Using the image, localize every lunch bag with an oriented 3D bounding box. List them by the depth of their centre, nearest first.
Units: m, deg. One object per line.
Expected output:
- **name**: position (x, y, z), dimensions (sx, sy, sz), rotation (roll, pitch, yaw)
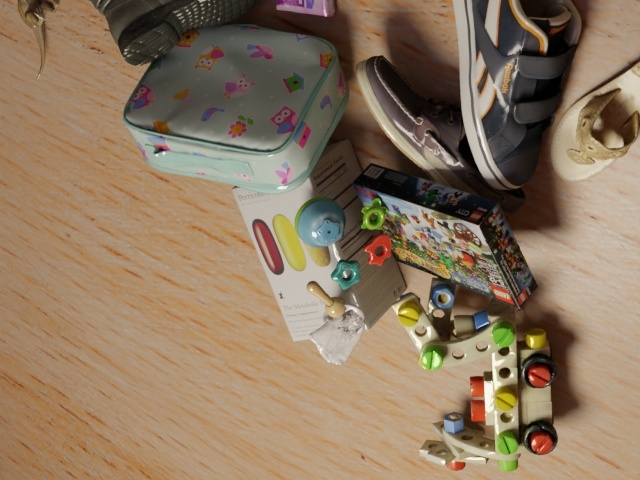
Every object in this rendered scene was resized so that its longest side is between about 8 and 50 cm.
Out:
- **lunch bag**: position (-0.118, -0.178, 1.651), dimensions (0.279, 0.224, 0.108), rotation (12, 153, 26)

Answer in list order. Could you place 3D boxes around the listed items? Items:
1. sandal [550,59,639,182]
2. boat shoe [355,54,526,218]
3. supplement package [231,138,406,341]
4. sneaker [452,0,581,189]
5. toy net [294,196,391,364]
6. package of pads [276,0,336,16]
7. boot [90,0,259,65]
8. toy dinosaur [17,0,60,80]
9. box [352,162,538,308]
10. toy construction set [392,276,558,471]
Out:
- **sandal**: position (0.351, -0.144, 1.480), dimensions (0.088, 0.079, 0.240), rotation (46, 129, 2)
- **boat shoe**: position (0.160, -0.136, 1.591), dimensions (0.092, 0.103, 0.285), rotation (-34, 101, 29)
- **supplement package**: position (0.000, 0.000, 1.735), dimensions (0.139, 0.134, 0.244), rotation (-12, 108, 34)
- **sneaker**: position (0.243, -0.212, 1.480), dimensions (0.127, 0.126, 0.321), rotation (3, 115, 36)
- **toy net**: position (0.032, 0.053, 1.639), dimensions (0.045, 0.122, 0.232), rotation (-134, 39, -61)
- **package of pads**: position (-0.019, -0.331, 1.636), dimensions (0.083, 0.032, 0.050), rotation (13, 118, 25)
- **boot**: position (-0.198, -0.358, 1.657), dimensions (0.161, 0.246, 0.083), rotation (59, 175, 24)
- **toy dinosaur**: position (-0.440, -0.348, 1.883), dimensions (0.092, 0.053, 0.183), rotation (-16, 98, 52)
- **box**: position (0.162, -0.008, 1.602), dimensions (0.233, 0.044, 0.159), rotation (21, 151, 46)
- **toy construction set**: position (0.217, 0.207, 1.703), dimensions (0.215, 0.151, 0.328), rotation (-3, 124, 6)
